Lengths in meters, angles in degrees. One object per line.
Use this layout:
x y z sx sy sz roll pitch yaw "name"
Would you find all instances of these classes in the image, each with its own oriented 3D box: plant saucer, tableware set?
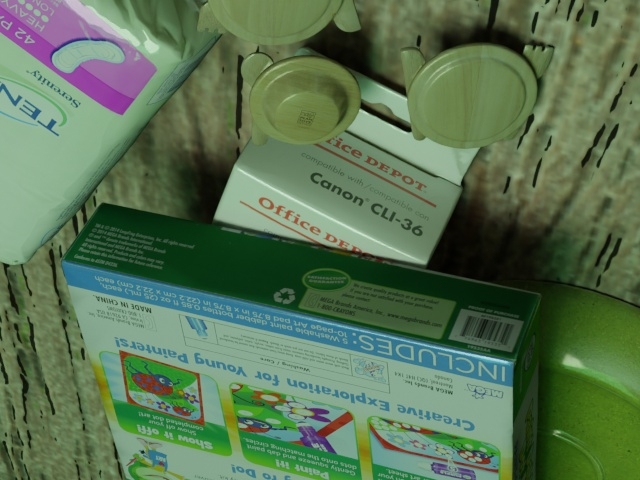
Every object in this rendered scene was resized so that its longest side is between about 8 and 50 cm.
0.140 0.123 0.902 0.241 0.037 0.241 15 136 15 "plant saucer"
0.027 -0.097 0.717 0.169 0.020 0.141 -5 134 0 "tableware set"

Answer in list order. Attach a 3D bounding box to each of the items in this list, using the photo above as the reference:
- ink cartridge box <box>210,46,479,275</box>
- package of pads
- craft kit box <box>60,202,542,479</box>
0.000 0.000 0.830 0.115 0.067 0.198 26 139 2 "ink cartridge box"
-0.216 -0.139 0.781 0.296 0.101 0.229 37 137 -9 "package of pads"
-0.003 0.104 0.848 0.250 0.061 0.246 12 135 17 "craft kit box"
